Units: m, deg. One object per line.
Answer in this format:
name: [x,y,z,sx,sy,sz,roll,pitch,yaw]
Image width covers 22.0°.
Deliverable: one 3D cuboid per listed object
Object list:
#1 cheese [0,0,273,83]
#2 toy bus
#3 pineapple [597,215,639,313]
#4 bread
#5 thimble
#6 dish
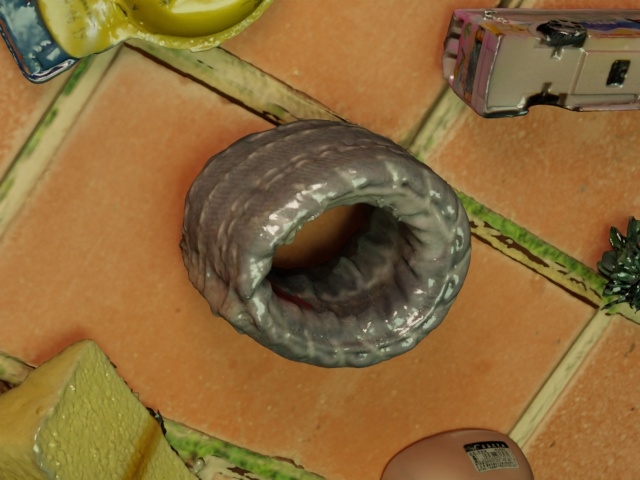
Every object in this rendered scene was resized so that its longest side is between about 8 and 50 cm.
cheese: [-0.131,-0.219,1.322,0.270,0.069,0.177,-29,126,-9]
toy bus: [0.252,-0.171,1.525,0.274,0.112,0.090,-3,117,-26]
pineapple: [0.392,0.047,1.717,0.221,0.083,0.103,16,92,-21]
bread: [-0.215,0.232,1.507,0.178,0.142,0.266,-27,125,6]
thimble: [0.000,0.000,1.453,0.236,0.172,0.205,-15,119,-23]
dish: [0.150,0.309,1.747,0.213,0.090,0.213,-12,120,-22]
